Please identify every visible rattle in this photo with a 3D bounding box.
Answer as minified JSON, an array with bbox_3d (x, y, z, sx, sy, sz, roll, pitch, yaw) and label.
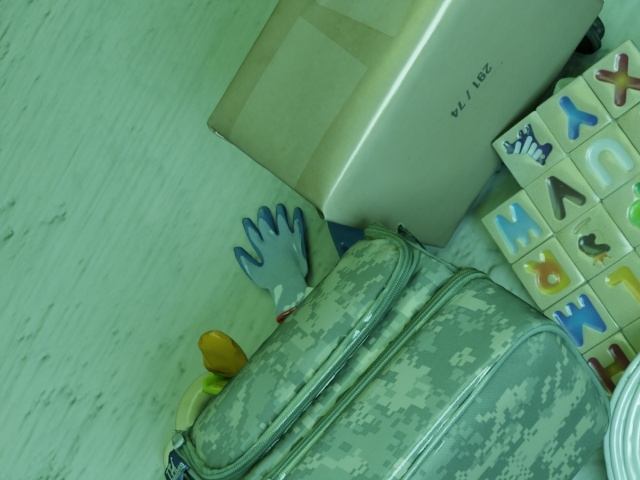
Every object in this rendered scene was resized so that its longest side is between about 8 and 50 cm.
[{"bbox_3d":[-0.130,0.211,1.190,0.130,0.143,0.199,41,81,12],"label":"rattle"}]

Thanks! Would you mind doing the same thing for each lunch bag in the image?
[{"bbox_3d":[0.042,0.151,0.937,0.305,0.212,0.256,-48,45,-5],"label":"lunch bag"}]

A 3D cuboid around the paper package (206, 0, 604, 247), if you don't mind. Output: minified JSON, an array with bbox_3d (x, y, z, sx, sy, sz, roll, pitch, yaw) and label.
[{"bbox_3d":[0.096,-0.177,1.112,0.168,0.309,0.324,38,102,28],"label":"paper package"}]

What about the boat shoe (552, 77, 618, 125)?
[{"bbox_3d":[0.360,-0.059,1.134,0.305,0.109,0.091,31,123,17],"label":"boat shoe"}]

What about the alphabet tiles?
[{"bbox_3d":[0.328,-0.007,1.080,0.285,0.011,0.342,-38,78,23],"label":"alphabet tiles"}]

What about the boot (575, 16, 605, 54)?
[{"bbox_3d":[0.320,-0.359,1.278,0.229,0.091,0.263,-32,61,5],"label":"boot"}]

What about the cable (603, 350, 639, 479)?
[{"bbox_3d":[0.381,0.189,0.992,0.257,0.089,0.257,4,86,27],"label":"cable"}]

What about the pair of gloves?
[{"bbox_3d":[0.000,0.000,1.289,0.198,0.023,0.159,-26,59,5],"label":"pair of gloves"}]

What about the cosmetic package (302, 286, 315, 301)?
[{"bbox_3d":[0.055,0.256,1.082,0.217,0.156,0.385,5,71,22],"label":"cosmetic package"}]
